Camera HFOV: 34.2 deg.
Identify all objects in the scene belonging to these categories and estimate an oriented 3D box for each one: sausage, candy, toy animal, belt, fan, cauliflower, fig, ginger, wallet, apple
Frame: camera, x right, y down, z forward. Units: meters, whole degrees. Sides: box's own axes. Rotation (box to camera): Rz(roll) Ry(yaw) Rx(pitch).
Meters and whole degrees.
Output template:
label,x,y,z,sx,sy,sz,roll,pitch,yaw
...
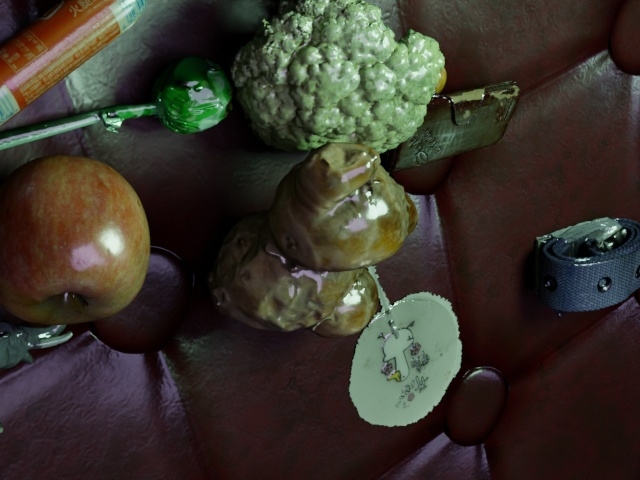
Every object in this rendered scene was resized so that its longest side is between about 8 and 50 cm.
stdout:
label,x,y,z,sx,sy,sz,roll,pitch,yaw
sausage,-0.290,-0.225,1.172,0.264,0.083,0.083,-43,126,-20
candy,-0.257,-0.145,1.233,0.323,0.097,0.097,-18,115,-22
toy animal,-0.400,0.150,1.207,0.269,0.082,0.137,-13,113,-33
belt,0.471,0.049,1.796,0.230,0.139,0.126,-20,122,-32
fan,0.112,0.129,1.627,0.233,0.012,0.415,-38,124,-22
cauliflower,0.011,-0.234,1.325,0.272,0.275,0.250,6,61,-24
fig,0.165,-0.227,1.529,0.050,0.050,0.083,-44,139,-17
ginger,0.000,0.000,1.340,0.256,0.176,0.375,0,146,-20
wallet,0.200,-0.171,1.558,0.232,0.031,0.122,-15,138,-31
apple,-0.287,-0.001,1.175,0.188,0.188,0.174,23,50,-39
